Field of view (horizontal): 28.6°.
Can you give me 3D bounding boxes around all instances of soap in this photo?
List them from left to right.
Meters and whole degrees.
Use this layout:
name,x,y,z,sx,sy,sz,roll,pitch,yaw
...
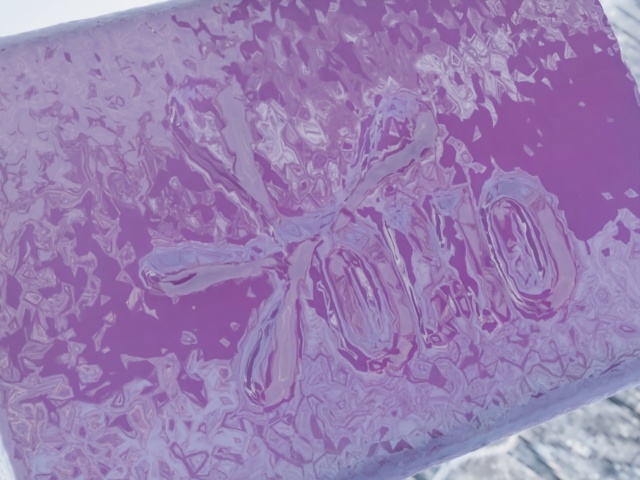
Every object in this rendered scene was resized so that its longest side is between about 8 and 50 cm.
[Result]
name,x,y,z,sx,sy,sz,roll,pitch,yaw
soap,0.000,0.000,0.443,0.259,0.181,0.081,-16,170,-20
